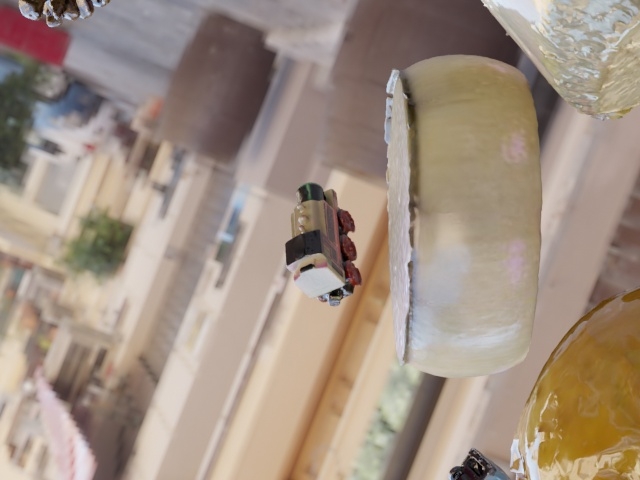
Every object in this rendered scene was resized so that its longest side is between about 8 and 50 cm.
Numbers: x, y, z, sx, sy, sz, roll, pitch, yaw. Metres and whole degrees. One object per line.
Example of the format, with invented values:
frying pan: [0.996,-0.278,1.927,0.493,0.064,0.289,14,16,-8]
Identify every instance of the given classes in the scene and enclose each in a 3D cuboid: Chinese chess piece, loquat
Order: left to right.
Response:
Chinese chess piece: [0.114,-0.020,1.346,0.112,0.270,0.270,0,-179,-1]
loquat: [0.202,0.118,0.831,0.208,0.208,0.208,21,-179,0]

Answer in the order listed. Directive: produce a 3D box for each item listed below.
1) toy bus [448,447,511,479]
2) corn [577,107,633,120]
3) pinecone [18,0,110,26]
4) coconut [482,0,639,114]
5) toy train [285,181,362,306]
toy bus: [0.181,0.319,1.928,0.075,0.123,0.060,31,-175,-30]
corn: [0.325,-0.239,1.578,0.101,0.292,0.101,28,160,11]
pinecone: [-0.255,-0.296,1.528,0.150,0.195,0.179,-12,151,12]
coconut: [0.220,-0.289,1.249,0.309,0.297,0.297,56,-166,20]
toy train: [0.000,0.000,1.654,0.050,0.138,0.087,-24,136,21]
